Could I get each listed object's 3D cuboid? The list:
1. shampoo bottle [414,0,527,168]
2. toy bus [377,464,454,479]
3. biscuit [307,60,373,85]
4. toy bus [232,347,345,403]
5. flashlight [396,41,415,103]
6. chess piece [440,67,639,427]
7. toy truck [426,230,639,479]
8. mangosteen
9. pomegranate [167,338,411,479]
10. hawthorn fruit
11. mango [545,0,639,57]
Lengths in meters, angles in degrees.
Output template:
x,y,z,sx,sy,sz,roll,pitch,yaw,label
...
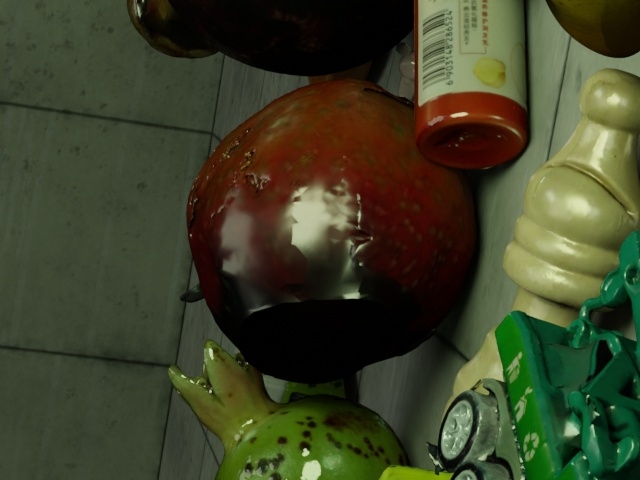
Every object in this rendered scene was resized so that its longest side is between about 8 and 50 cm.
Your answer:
x,y,z,sx,sy,sz,roll,pitch,yaw,label
0.140,-0.212,1.565,0.104,0.104,0.278,122,152,-62,shampoo bottle
0.077,0.304,1.437,0.262,0.150,0.128,115,160,-54,toy bus
0.043,-0.405,2.187,0.350,0.078,0.455,147,129,-70,biscuit
-0.044,0.123,2.103,0.302,0.139,0.113,-96,21,-52,toy bus
0.102,-0.176,1.887,0.031,0.052,0.110,-45,-23,-41,flashlight
0.185,0.019,1.253,0.139,0.124,0.307,-14,-59,-63,chess piece
0.185,0.174,1.011,0.178,0.176,0.363,-56,25,37,toy truck
-0.058,-0.368,1.840,0.382,0.435,0.382,4,-94,-59,mangosteen
-0.027,0.236,1.721,0.286,0.231,0.231,55,146,25,pomegranate
0.015,-0.004,1.625,0.316,0.316,0.316,-172,90,-77,hawthorn fruit
0.206,-0.227,1.118,0.166,0.136,0.236,-60,-6,35,mango
